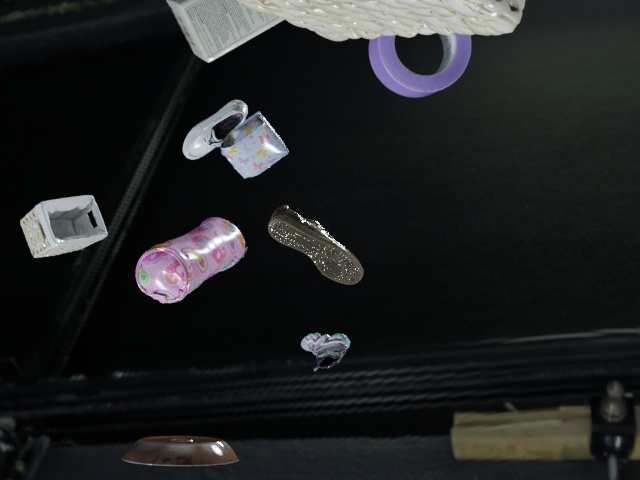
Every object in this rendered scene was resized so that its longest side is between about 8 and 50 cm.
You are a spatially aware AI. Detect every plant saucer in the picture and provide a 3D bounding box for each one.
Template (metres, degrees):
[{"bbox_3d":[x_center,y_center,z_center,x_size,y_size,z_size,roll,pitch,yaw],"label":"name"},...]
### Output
[{"bbox_3d":[-0.239,0.358,1.599,0.198,0.198,0.036,-2,-98,18],"label":"plant saucer"}]

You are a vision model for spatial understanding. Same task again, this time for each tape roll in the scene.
[{"bbox_3d":[0.194,-0.379,1.828,0.189,0.189,0.080,-24,-174,-9],"label":"tape roll"}]

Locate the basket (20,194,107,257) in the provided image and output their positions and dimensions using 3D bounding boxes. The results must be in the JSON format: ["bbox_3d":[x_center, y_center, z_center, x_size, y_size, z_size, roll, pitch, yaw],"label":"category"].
[{"bbox_3d":[-0.612,-0.032,2.217,0.103,0.113,0.167,-26,173,34],"label":"basket"}]

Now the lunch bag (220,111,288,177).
[{"bbox_3d":[-0.104,-0.143,1.419,0.083,0.071,0.053,-37,-145,4],"label":"lunch bag"}]

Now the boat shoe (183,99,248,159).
[{"bbox_3d":[-0.236,-0.240,2.094,0.184,0.066,0.063,-32,-152,13],"label":"boat shoe"}]

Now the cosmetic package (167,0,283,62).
[{"bbox_3d":[-0.176,-0.544,2.104,0.296,0.153,0.129,-31,-152,-9],"label":"cosmetic package"}]

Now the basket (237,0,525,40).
[{"bbox_3d":[0.023,-0.374,0.942,0.328,0.331,0.266,12,-90,51],"label":"basket"}]

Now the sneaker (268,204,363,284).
[{"bbox_3d":[0.000,0.000,1.606,0.066,0.188,0.071,-47,-166,35],"label":"sneaker"}]

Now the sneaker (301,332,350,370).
[{"bbox_3d":[-0.002,0.190,1.557,0.098,0.038,0.069,-11,-140,40],"label":"sneaker"}]

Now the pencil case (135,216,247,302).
[{"bbox_3d":[-0.254,0.038,1.874,0.124,0.124,0.284,-1,-168,19],"label":"pencil case"}]
